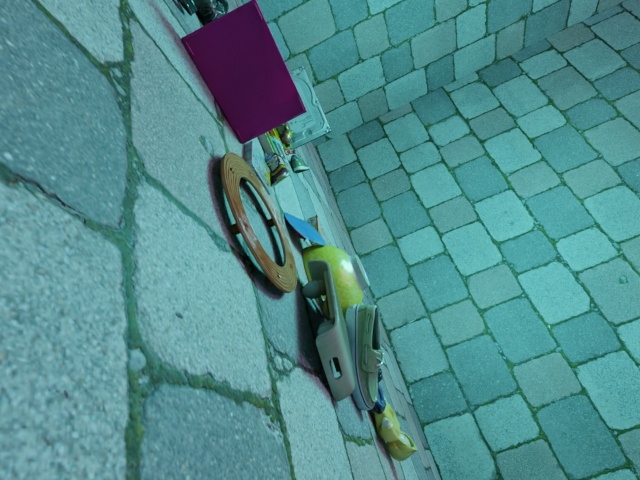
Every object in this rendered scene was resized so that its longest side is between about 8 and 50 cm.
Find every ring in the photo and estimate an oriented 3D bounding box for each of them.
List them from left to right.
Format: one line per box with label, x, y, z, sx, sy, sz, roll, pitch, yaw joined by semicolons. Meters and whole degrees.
ring;-0.137;-0.037;0.906;0.336;0.032;0.337;-23;90;-83

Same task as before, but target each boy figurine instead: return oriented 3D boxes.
boy figurine;0.215;0.567;1.294;0.285;0.092;0.177;65;5;8

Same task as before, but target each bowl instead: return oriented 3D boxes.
bowl;0.070;0.128;1.344;0.289;0.156;0.290;-23;90;-82

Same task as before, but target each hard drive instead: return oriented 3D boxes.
hard drive;-0.118;-0.649;2.008;0.064;0.236;0.339;-71;138;-77

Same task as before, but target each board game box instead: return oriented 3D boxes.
board game box;-0.175;-0.200;1.125;0.154;0.026;0.103;-102;166;-53
board game box;-0.057;-0.025;1.311;0.168;0.033;0.133;22;23;-50
board game box;0.000;0.000;1.630;0.193;0.045;0.147;-96;161;-64

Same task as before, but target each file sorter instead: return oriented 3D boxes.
file sorter;-0.198;-0.461;1.107;0.182;0.202;0.291;-106;170;-57

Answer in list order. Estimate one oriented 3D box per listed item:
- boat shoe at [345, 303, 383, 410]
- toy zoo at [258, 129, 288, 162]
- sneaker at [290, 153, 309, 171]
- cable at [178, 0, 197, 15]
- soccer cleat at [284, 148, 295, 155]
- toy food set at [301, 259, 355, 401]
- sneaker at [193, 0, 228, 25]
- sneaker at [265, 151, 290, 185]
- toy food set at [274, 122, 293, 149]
boat shoe;0.135;0.334;1.182;0.109;0.094;0.302;17;64;-58
toy zoo;-0.188;-0.380;1.528;0.293;0.030;0.192;-61;128;-80
sneaker;-0.101;-0.372;1.940;0.192;0.064;0.086;-46;118;-78
cable;-0.400;-0.673;0.987;0.139;0.072;0.287;41;-10;9
soccer cleat;-0.149;-0.412;1.889;0.083;0.035;0.029;-28;119;-59
toy food set;0.012;0.217;1.033;0.306;0.092;0.220;-97;173;-59
sneaker;-0.344;-0.746;1.358;0.227;0.087;0.130;-90;157;-63
sneaker;-0.147;-0.236;1.307;0.084;0.069;0.185;54;6;-19
toy food set;-0.161;-0.490;1.862;0.218;0.071;0.128;-56;123;-80
